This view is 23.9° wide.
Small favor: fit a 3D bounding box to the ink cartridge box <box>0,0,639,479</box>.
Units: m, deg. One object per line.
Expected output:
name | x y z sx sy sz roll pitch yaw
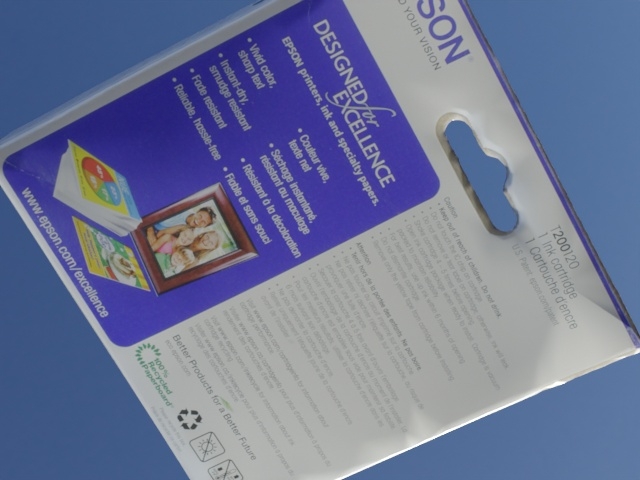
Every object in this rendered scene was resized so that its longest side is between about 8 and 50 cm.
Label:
ink cartridge box | 0.000 0.000 0.643 0.206 0.208 0.045 61 -166 -18
